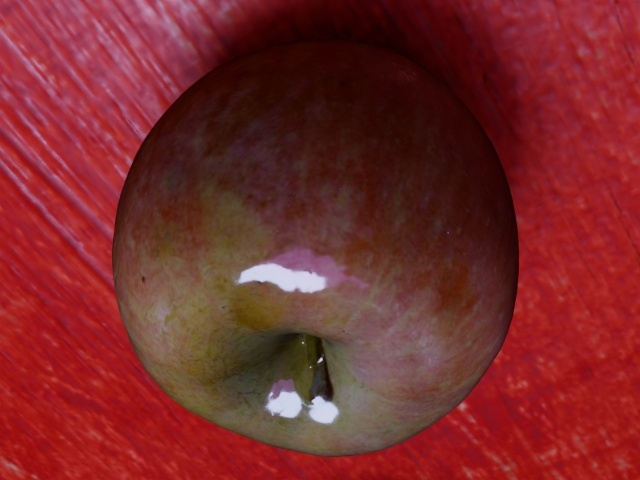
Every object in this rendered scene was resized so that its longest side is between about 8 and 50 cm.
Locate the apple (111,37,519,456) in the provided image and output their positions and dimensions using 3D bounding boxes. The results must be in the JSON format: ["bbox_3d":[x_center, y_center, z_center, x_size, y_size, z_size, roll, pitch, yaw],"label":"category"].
[{"bbox_3d":[0.000,0.000,0.457,0.188,0.174,0.188,4,130,5],"label":"apple"}]
